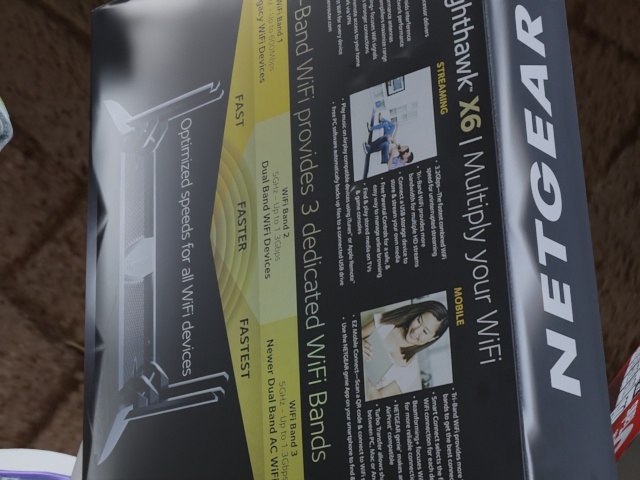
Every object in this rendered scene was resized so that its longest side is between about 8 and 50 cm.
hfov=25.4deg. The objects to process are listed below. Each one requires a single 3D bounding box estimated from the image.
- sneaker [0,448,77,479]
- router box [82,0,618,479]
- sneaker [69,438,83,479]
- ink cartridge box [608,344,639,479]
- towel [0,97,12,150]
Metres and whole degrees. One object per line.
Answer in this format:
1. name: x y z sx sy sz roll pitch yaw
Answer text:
1. sneaker: -0.254 0.264 0.958 0.130 0.322 0.236 -57 38 30
2. router box: 0.000 0.000 0.661 0.243 0.081 0.309 -16 66 35
3. sneaker: -0.147 0.221 0.853 0.095 0.090 0.235 10 76 -26
4. ink cartridge box: 0.172 0.206 0.824 0.130 0.309 0.272 35 105 9
5. towel: -0.367 -0.233 0.965 0.090 0.320 0.374 -34 51 -2
